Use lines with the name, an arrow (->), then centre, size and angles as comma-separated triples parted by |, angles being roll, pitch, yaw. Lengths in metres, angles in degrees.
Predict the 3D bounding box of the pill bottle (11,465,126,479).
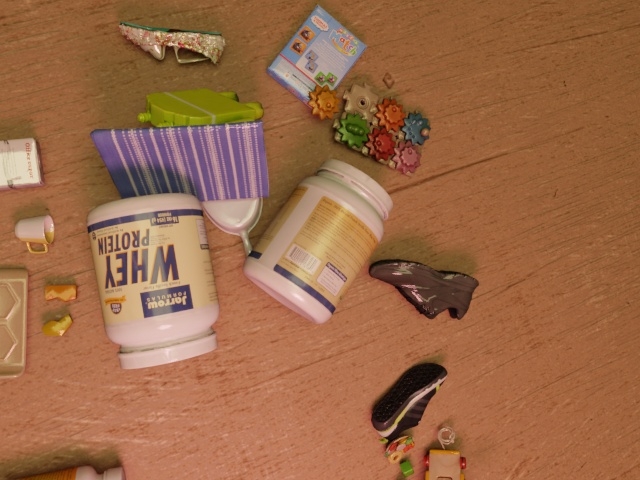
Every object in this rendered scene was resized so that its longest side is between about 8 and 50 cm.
pill bottle -> -0.522, 0.535, 1.153 | 0.245, 0.136, 0.136 | -7, 87, -15

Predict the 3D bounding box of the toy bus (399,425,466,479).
toy bus -> 0.301, 0.591, 1.374 | 0.202, 0.191, 0.104 | -36, 138, -13

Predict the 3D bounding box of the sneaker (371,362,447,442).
sneaker -> 0.220, 0.397, 1.397 | 0.234, 0.084, 0.097 | -37, 119, -13

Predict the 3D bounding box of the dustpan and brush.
dustpan and brush -> -0.189, -0.044, 1.332 | 0.147, 0.060, 0.211 | -18, 84, -5

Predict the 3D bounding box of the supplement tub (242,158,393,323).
supplement tub -> 0.000, 0.000, 1.280 | 0.228, 0.228, 0.316 | 36, 78, -9

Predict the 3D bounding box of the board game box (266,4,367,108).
board game box -> -0.008, -0.447, 1.411 | 0.160, 0.039, 0.211 | 37, 79, -9

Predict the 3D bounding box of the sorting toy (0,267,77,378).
sorting toy -> -0.675, 0.172, 1.197 | 0.307, 0.041, 0.229 | 1, 81, -14

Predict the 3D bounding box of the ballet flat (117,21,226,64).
ballet flat -> -0.338, -0.448, 1.309 | 0.240, 0.091, 0.077 | 3, 107, -10

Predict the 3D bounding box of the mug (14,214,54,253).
mug -> -0.609, -0.015, 1.215 | 0.064, 0.062, 0.078 | -2, 80, -7

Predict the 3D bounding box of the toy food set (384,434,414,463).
toy food set -> 0.191, 0.499, 1.375 | 0.083, 0.020, 0.083 | -30, 135, -5

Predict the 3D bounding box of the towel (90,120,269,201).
towel -> -0.280, -0.160, 1.201 | 0.335, 0.243, 0.040 | -4, 59, -3

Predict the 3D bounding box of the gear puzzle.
gear puzzle -> 0.125, -0.298, 1.409 | 0.338, 0.044, 0.176 | 22, 81, -19

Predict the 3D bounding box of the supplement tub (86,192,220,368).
supplement tub -> -0.338, 0.081, 1.184 | 0.235, 0.235, 0.325 | -10, 88, -15

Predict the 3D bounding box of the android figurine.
android figurine -> -0.259, -0.275, 1.237 | 0.273, 0.248, 0.056 | -27, 136, -47

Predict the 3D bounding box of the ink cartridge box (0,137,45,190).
ink cartridge box -> -0.665, -0.158, 1.212 | 0.135, 0.056, 0.099 | -8, 88, -14

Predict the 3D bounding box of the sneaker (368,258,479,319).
sneaker -> 0.250, 0.121, 1.402 | 0.286, 0.109, 0.130 | 15, 88, -11
